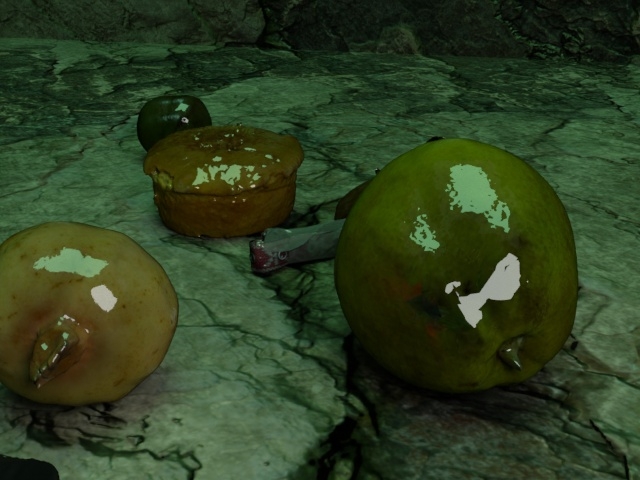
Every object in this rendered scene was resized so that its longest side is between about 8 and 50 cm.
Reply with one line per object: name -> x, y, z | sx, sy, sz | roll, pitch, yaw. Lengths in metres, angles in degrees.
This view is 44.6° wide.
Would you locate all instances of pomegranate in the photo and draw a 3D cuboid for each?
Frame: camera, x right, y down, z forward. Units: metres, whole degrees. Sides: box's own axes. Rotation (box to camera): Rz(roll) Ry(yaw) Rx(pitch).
pomegranate -> -0.299, -0.237, 1.651 | 0.152, 0.130, 0.191 | -3, 0, 6
pomegranate -> -0.254, 0.072, 0.814 | 0.207, 0.207, 0.207 | 0, 23, 0

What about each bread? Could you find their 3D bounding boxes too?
bread -> -0.154, -0.102, 1.297 | 0.269, 0.145, 0.268 | -1, 27, 1

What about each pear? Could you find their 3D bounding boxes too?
pear -> 0.147, 0.023, 0.871 | 0.269, 0.269, 0.321 | -5, 42, -12

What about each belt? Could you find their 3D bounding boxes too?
belt -> 0.000, 0.000, 1.166 | 0.232, 0.053, 0.071 | -11, 33, -23

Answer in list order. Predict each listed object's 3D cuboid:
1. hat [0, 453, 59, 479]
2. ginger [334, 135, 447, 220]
hat -> -0.308, 0.249, 0.491 | 0.238, 0.208, 0.336 | 20, 4, -5
ginger -> 0.159, -0.093, 1.322 | 0.133, 0.107, 0.309 | 29, 38, 25
